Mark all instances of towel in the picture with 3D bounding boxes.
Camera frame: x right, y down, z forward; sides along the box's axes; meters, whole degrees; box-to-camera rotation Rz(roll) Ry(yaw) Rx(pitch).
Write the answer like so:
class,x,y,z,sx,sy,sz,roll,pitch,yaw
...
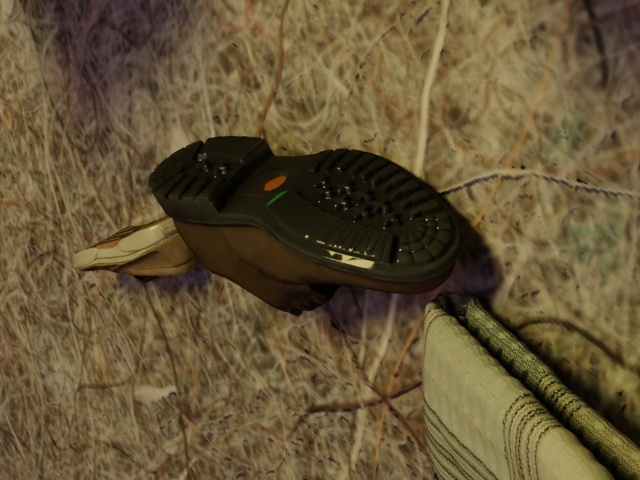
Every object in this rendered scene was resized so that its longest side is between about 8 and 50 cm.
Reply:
class,x,y,z,sx,sy,sz,roll,pitch,yaw
towel,0.112,0.214,0.657,0.324,0.056,0.312,-134,38,-69

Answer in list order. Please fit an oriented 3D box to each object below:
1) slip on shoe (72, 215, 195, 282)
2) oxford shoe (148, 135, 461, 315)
class,x,y,z,sx,sy,sz,roll,pitch,yaw
slip on shoe,-0.134,0.012,1.010,0.135,0.051,0.041,-16,102,48
oxford shoe,0.000,0.000,0.817,0.227,0.083,0.096,16,138,47
